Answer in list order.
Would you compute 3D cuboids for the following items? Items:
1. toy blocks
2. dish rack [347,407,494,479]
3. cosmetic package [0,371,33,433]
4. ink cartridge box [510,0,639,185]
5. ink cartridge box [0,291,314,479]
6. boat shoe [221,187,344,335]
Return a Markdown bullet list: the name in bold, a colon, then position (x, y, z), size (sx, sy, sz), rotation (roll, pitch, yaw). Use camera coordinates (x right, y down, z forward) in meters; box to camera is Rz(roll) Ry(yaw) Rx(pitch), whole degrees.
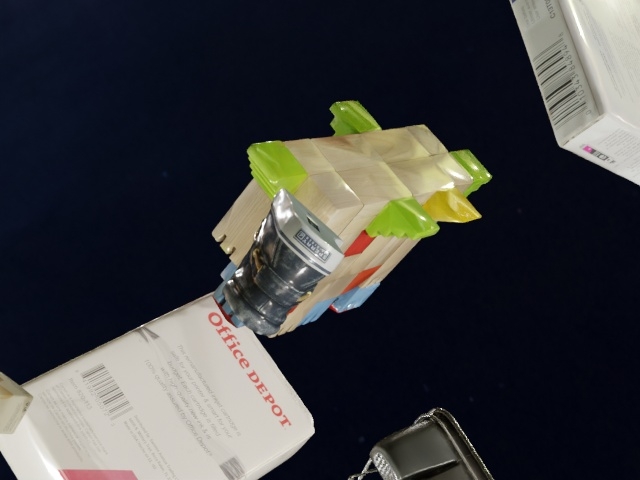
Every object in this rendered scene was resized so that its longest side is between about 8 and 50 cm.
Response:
- **toy blocks**: position (0.000, 0.000, 1.315), size (0.190, 0.381, 0.261), rotation (51, -58, 17)
- **dish rack**: position (0.073, 0.288, 0.897), size (0.074, 0.271, 0.208), rotation (-10, -128, -29)
- **cosmetic package**: position (-0.307, 0.134, 0.981), size (0.060, 0.115, 0.041), rotation (30, -89, 20)
- **ink cartridge box**: position (0.341, -0.199, 1.287), size (0.071, 0.330, 0.324), rotation (-36, -129, 33)
- **ink cartridge box**: position (-0.179, 0.211, 1.258), size (0.283, 0.207, 0.117), rotation (-26, 164, -39)
- **boat shoe**: position (-0.032, 0.015, 0.851), size (0.083, 0.065, 0.183), rotation (-48, -175, 5)
